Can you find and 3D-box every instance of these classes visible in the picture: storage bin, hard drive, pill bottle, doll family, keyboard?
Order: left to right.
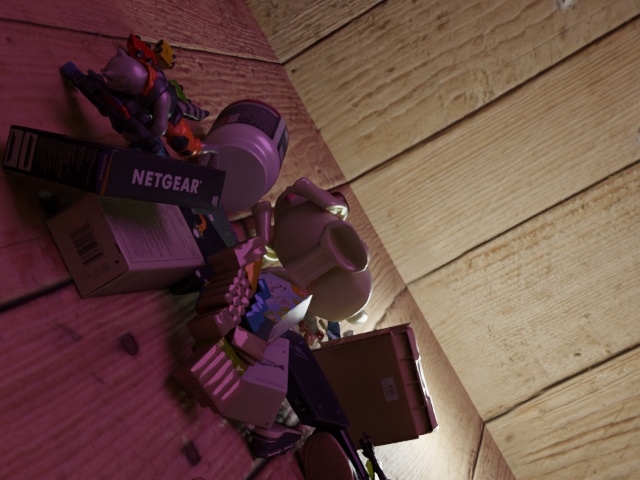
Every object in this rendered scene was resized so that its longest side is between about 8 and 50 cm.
[{"bbox_3d":[-0.273,-0.005,2.105,0.236,0.064,0.339,67,17,6],"label":"hard drive"},{"bbox_3d":[-0.200,-0.220,2.473,0.210,0.210,0.363,56,16,-17],"label":"pill bottle"},{"bbox_3d":[-0.040,0.301,2.105,0.172,0.054,0.254,31,24,-57],"label":"hard drive"},{"bbox_3d":[0.049,0.274,2.545,0.263,0.118,0.163,52,18,-28],"label":"doll family"},{"bbox_3d":[0.100,0.536,2.143,0.033,0.201,0.317,-22,80,-36],"label":"keyboard"},{"bbox_3d":[0.131,0.352,2.313,0.123,0.261,0.262,-7,83,-69],"label":"storage bin"}]

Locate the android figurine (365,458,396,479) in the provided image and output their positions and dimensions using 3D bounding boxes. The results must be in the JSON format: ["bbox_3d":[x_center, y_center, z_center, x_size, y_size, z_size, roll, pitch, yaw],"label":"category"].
[{"bbox_3d":[0.155,0.654,2.319,0.248,0.056,0.272,53,17,-25],"label":"android figurine"}]

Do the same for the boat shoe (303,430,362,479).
[{"bbox_3d":[0.047,0.547,2.108,0.285,0.103,0.092,62,7,5],"label":"boat shoe"}]

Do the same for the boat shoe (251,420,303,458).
[{"bbox_3d":[-0.094,0.414,2.000,0.206,0.075,0.064,27,79,-72],"label":"boat shoe"}]

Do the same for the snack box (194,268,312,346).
[{"bbox_3d":[-0.137,0.129,2.023,0.175,0.070,0.207,27,22,15],"label":"snack box"}]

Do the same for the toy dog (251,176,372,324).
[{"bbox_3d":[0.000,0.000,2.563,0.395,0.284,0.408,37,19,-32],"label":"toy dog"}]

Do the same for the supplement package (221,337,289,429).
[{"bbox_3d":[-0.129,0.274,1.947,0.105,0.105,0.179,19,28,-12],"label":"supplement package"}]

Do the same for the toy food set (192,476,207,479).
[{"bbox_3d":[-0.197,0.444,1.654,0.083,0.020,0.082,58,15,-7],"label":"toy food set"}]

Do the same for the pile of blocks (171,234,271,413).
[{"bbox_3d":[-0.186,0.161,1.864,0.149,0.113,0.362,39,54,-33],"label":"pile of blocks"}]

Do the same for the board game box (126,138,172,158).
[{"bbox_3d":[-0.379,-0.177,2.178,0.126,0.026,0.186,56,16,-14],"label":"board game box"}]

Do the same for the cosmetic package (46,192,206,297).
[{"bbox_3d":[-0.350,0.006,1.786,0.160,0.113,0.309,63,15,9],"label":"cosmetic package"}]

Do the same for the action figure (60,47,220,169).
[{"bbox_3d":[-0.368,-0.294,2.000,0.341,0.178,0.330,42,-6,24],"label":"action figure"}]

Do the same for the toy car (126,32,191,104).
[{"bbox_3d":[-0.404,-0.416,2.473,0.224,0.053,0.239,61,16,0],"label":"toy car"}]

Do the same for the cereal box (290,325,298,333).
[{"bbox_3d":[-0.093,0.263,2.253,0.173,0.047,0.240,64,15,9],"label":"cereal box"}]

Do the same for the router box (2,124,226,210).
[{"bbox_3d":[-0.355,-0.124,1.700,0.309,0.243,0.080,6,97,-59],"label":"router box"}]
